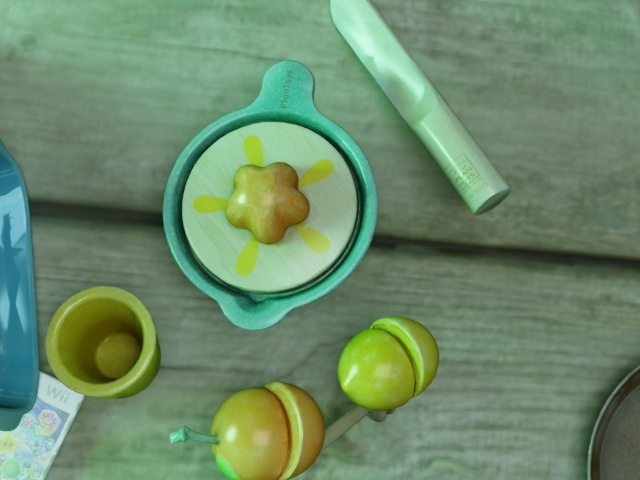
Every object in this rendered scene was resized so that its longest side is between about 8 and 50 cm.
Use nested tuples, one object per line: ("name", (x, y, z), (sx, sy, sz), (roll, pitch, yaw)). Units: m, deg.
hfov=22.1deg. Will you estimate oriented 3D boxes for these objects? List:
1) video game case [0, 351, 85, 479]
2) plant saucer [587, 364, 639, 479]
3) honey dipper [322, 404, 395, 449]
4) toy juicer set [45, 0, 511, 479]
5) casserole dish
("video game case", (-0.214, 0.133, 1.042), (0.087, 0.011, 0.122), (26, 84, -7))
("plant saucer", (0.257, 0.153, 1.107), (0.168, 0.029, 0.168), (0, 88, -8))
("honey dipper", (-0.002, 0.130, 1.048), (0.161, 0.030, 0.030), (-36, 93, -22))
("toy juicer set", (0.000, 0.000, 1.017), (0.209, 0.089, 0.329), (34, 81, 14))
("casserole dish", (-0.211, 0.024, 0.997), (0.037, 0.114, 0.188), (-9, 80, 13))
